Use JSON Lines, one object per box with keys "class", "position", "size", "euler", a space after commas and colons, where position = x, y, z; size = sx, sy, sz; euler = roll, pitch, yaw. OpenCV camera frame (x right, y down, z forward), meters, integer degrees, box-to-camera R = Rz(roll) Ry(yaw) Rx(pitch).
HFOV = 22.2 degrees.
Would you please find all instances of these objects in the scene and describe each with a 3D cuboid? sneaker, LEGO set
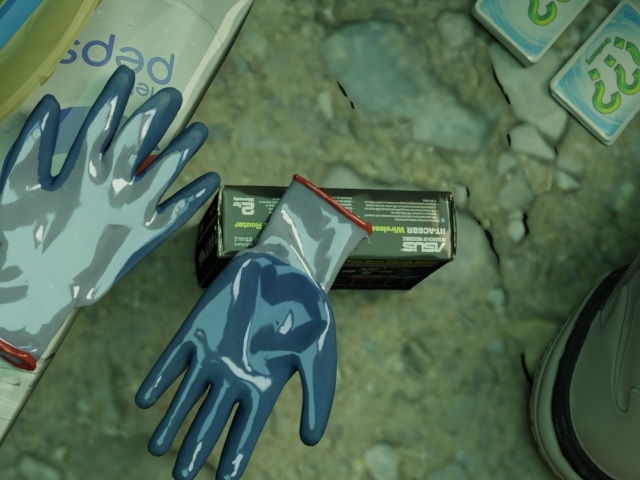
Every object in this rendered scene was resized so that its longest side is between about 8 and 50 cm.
{"class": "sneaker", "position": [0.259, -0.021, 0.844], "size": [0.137, 0.210, 0.366], "euler": [37, 74, -3]}
{"class": "LEGO set", "position": [0.184, -0.203, 0.946], "size": [0.182, 0.060, 0.244], "euler": [44, 74, -5]}

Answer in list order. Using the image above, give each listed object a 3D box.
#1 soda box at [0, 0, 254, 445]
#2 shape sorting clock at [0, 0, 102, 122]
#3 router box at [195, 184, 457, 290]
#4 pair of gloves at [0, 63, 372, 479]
{"class": "soda box", "position": [-0.139, -0.023, 0.823], "size": [0.091, 0.098, 0.286], "euler": [30, 74, -5]}
{"class": "shape sorting clock", "position": [-0.167, -0.133, 0.803], "size": [0.040, 0.206, 0.206], "euler": [30, 70, -48]}
{"class": "router box", "position": [0.000, 0.000, 0.849], "size": [0.123, 0.092, 0.038], "euler": [1, 79, -12]}
{"class": "pair of gloves", "position": [-0.069, 0.019, 0.772], "size": [0.198, 0.023, 0.159], "euler": [33, 77, -8]}
